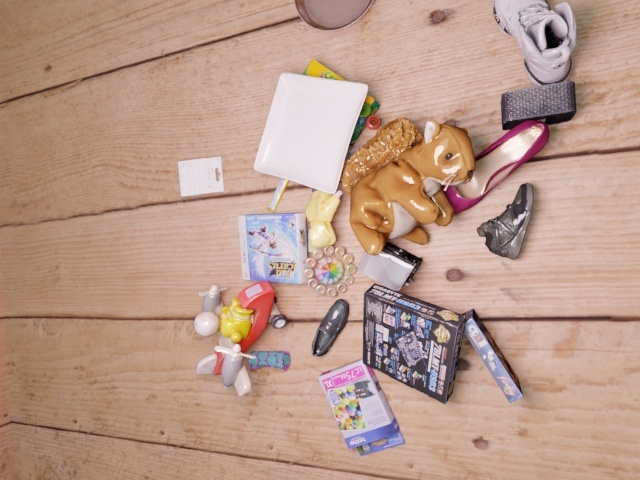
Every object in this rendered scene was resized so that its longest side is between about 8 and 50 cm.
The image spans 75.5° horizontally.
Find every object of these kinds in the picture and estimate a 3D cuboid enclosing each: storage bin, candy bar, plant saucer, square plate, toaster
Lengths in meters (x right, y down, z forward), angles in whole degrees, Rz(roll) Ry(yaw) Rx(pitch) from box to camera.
[{"bbox_3d":[0.609,-0.375,1.167,0.181,0.122,0.084,-2,90,22],"label":"storage bin"},{"bbox_3d":[-0.154,-0.177,1.532,0.040,0.018,0.161,31,101,19],"label":"candy bar"},{"bbox_3d":[0.058,-0.866,1.417,0.311,0.050,0.309,1,92,22],"label":"plant saucer"},{"bbox_3d":[-0.037,-0.356,1.354,0.345,0.049,0.346,21,97,29],"label":"square plate"},{"bbox_3d":[0.216,0.069,1.308,0.186,0.168,0.110,28,102,18],"label":"toaster"}]

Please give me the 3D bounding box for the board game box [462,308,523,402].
[{"bbox_3d":[0.495,0.326,1.204,0.042,0.165,0.243,-34,79,18],"label":"board game box"}]

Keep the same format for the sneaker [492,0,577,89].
[{"bbox_3d":[0.584,-0.605,1.125,0.138,0.210,0.365,-24,82,20],"label":"sneaker"}]

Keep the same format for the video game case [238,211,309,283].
[{"bbox_3d":[-0.172,0.026,1.484,0.270,0.061,0.243,0,97,33],"label":"video game case"}]

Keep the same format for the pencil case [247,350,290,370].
[{"bbox_3d":[-0.192,0.445,1.533,0.152,0.064,0.070,-5,73,22],"label":"pencil case"}]

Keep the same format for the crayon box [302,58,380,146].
[{"bbox_3d":[0.042,-0.469,1.413,0.279,0.081,0.165,39,105,17],"label":"crayon box"}]

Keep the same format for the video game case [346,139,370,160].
[{"bbox_3d":[0.154,-0.286,1.410,0.122,0.011,0.087,-24,82,21],"label":"video game case"}]

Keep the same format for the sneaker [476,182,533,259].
[{"bbox_3d":[0.543,-0.066,1.219,0.131,0.087,0.227,16,102,14],"label":"sneaker"}]

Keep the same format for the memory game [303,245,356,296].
[{"bbox_3d":[0.033,0.104,1.417,0.187,0.012,0.185,-1,100,-8],"label":"memory game"}]

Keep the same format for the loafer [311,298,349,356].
[{"bbox_3d":[0.033,0.306,1.433,0.076,0.078,0.223,29,101,18],"label":"loafer"}]

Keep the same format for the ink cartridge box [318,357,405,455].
[{"bbox_3d":[0.138,0.576,1.409,0.186,0.065,0.310,-28,83,20],"label":"ink cartridge box"}]

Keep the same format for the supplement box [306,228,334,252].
[{"bbox_3d":[0.000,0.000,1.452,0.084,0.056,0.083,0,91,22],"label":"supplement box"}]

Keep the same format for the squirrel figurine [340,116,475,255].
[{"bbox_3d":[0.245,-0.210,1.203,0.370,0.281,0.396,-56,50,38],"label":"squirrel figurine"}]

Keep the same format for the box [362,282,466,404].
[{"bbox_3d":[0.267,0.308,1.249,0.294,0.073,0.295,17,123,32],"label":"box"}]

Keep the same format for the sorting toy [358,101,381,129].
[{"bbox_3d":[0.146,-0.389,1.319,0.061,0.042,0.102,-39,86,-3],"label":"sorting toy"}]

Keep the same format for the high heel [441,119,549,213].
[{"bbox_3d":[0.471,-0.205,1.193,0.377,0.181,0.127,-43,77,17],"label":"high heel"}]

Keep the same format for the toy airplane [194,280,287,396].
[{"bbox_3d":[-0.333,0.330,1.452,0.387,0.273,0.383,-12,59,42],"label":"toy airplane"}]

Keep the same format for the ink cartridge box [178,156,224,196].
[{"bbox_3d":[-0.474,-0.254,1.656,0.180,0.045,0.145,-6,88,4],"label":"ink cartridge box"}]

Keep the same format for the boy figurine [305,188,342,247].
[{"bbox_3d":[0.014,-0.118,1.376,0.177,0.092,0.284,-19,66,52],"label":"boy figurine"}]
